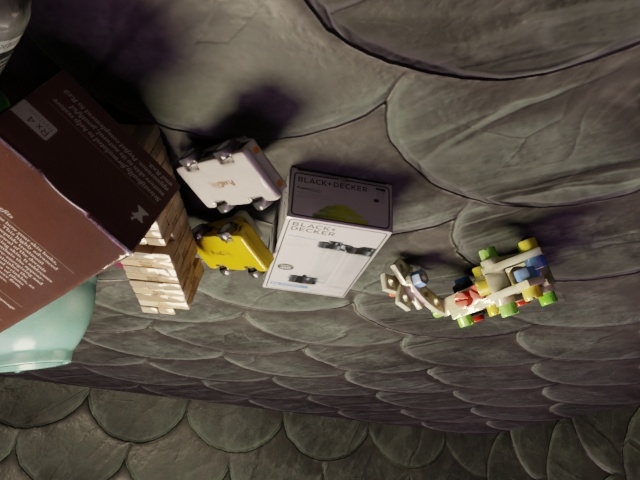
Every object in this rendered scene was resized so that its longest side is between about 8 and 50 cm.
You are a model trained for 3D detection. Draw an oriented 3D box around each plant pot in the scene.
[{"bbox_3d":[-0.622,0.173,1.178,0.293,0.196,0.293,-8,166,-2],"label":"plant pot"}]

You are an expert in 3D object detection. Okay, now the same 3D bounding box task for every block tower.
[{"bbox_3d":[-0.263,-0.025,0.852,0.091,0.097,0.335,3,137,8],"label":"block tower"}]

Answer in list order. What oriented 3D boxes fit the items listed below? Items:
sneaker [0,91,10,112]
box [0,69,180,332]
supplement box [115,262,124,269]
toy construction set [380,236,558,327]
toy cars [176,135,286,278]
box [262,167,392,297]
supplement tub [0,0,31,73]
[{"bbox_3d":[-0.510,-0.187,0.614,0.295,0.109,0.123,21,174,-29],"label":"sneaker"},{"bbox_3d":[-0.383,-0.025,0.716,0.381,0.143,0.191,-23,120,36],"label":"box"},{"bbox_3d":[-0.333,0.001,1.014,0.104,0.081,0.188,-14,147,31],"label":"supplement box"},{"bbox_3d":[0.281,0.088,1.025,0.327,0.151,0.215,-11,175,42],"label":"toy construction set"},{"bbox_3d":[-0.129,-0.053,0.871,0.176,0.087,0.394,33,151,9],"label":"toy cars"},{"bbox_3d":[0.000,0.000,0.960,0.169,0.087,0.290,9,152,-11],"label":"box"},{"bbox_3d":[-0.383,-0.174,0.474,0.193,0.193,0.316,27,119,-37],"label":"supplement tub"}]
